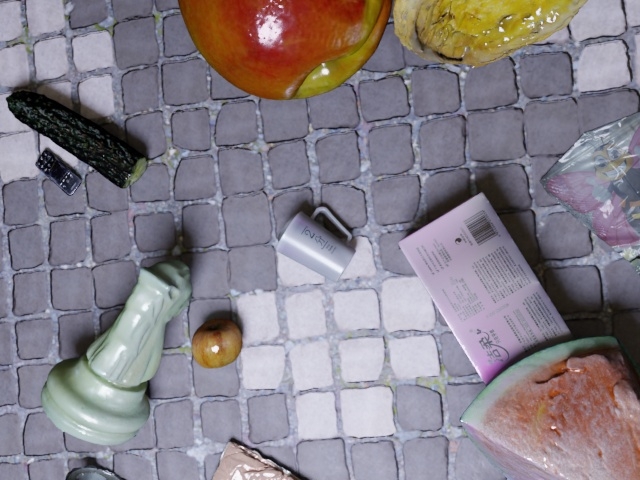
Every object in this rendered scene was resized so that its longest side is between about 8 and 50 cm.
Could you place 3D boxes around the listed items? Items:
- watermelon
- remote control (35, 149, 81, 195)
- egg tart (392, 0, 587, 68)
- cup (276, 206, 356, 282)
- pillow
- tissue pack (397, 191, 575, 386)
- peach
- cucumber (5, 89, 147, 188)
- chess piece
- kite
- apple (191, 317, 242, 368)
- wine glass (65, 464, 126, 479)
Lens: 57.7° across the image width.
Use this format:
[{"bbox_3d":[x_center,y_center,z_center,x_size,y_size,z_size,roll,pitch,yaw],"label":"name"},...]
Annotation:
[{"bbox_3d":[0.403,0.276,0.788,0.319,0.292,0.222,16,67,41],"label":"watermelon"},{"bbox_3d":[-0.464,-0.120,1.031,0.096,0.014,0.039,39,96,10],"label":"remote control"},{"bbox_3d":[0.235,-0.360,0.795,0.291,0.291,0.106,-11,67,10],"label":"egg tart"},{"bbox_3d":[0.000,0.000,0.926,0.116,0.074,0.104,31,66,5],"label":"cup"},{"bbox_3d":[-0.076,0.432,0.942,0.233,0.043,0.126,27,89,12],"label":"pillow"},{"bbox_3d":[0.237,0.071,0.864,0.149,0.092,0.246,-31,84,7],"label":"tissue pack"},{"bbox_3d":[-0.060,-0.367,0.828,0.308,0.308,0.332,-27,75,9],"label":"peach"},{"bbox_3d":[-0.428,-0.185,0.997,0.300,0.072,0.072,31,94,9],"label":"cucumber"},{"bbox_3d":[-0.292,0.157,0.916,0.176,0.176,0.298,34,96,9],"label":"chess piece"},{"bbox_3d":[0.500,-0.016,0.857,0.204,0.022,0.360,-33,80,8],"label":"kite"},{"bbox_3d":[-0.167,0.169,0.944,0.084,0.084,0.071,-10,114,10],"label":"apple"},{"bbox_3d":[-0.408,0.484,0.964,0.122,0.122,0.182,32,96,9],"label":"wine glass"}]
